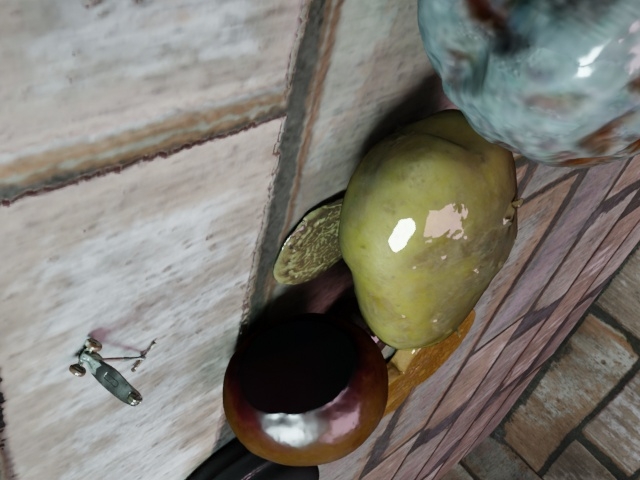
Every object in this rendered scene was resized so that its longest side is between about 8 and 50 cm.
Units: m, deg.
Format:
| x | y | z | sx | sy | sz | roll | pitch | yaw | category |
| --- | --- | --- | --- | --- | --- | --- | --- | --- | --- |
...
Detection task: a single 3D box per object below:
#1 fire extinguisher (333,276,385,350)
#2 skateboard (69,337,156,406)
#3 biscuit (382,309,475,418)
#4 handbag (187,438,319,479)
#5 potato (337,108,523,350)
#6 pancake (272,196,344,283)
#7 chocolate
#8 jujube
| x | y | z | sx | sy | sz | roll | pitch | yaw | category |
| --- | --- | --- | --- | --- | --- | --- | --- | --- | --- |
| 0.008 | 0.141 | 0.814 | 0.089 | 0.072 | 0.268 | 32 | 104 | -26 | fire extinguisher |
| -0.147 | 0.103 | 0.538 | 0.032 | 0.063 | 0.083 | -57 | 165 | 4 | skateboard |
| 0.148 | 0.211 | 1.149 | 0.288 | 0.044 | 0.202 | -44 | 154 | -1 | biscuit |
| -0.119 | 0.382 | 0.935 | 0.253 | 0.093 | 0.308 | -23 | 146 | -41 | handbag |
| 0.104 | 0.006 | 0.659 | 0.192 | 0.141 | 0.296 | -50 | 158 | -28 | potato |
| 0.001 | 0.001 | 0.658 | 0.115 | 0.011 | 0.115 | -35 | 152 | -22 | pancake |
| -0.012 | 0.155 | 0.698 | 0.176 | 0.177 | 0.177 | -35 | 152 | -22 | chocolate |
| 0.207 | -0.165 | 0.494 | 0.308 | 0.215 | 0.247 | -14 | 139 | -51 | jujube |
